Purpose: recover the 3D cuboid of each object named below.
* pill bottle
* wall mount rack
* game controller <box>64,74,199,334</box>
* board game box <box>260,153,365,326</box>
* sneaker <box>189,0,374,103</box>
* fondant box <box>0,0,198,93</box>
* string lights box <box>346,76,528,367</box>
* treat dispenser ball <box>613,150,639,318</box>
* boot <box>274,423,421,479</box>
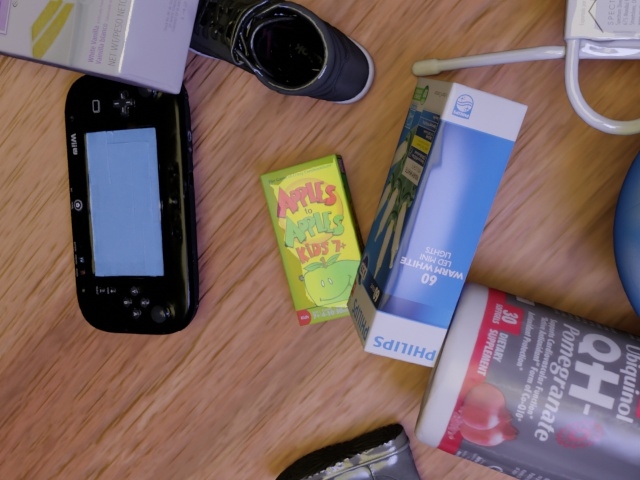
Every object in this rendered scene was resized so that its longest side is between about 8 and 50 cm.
[{"bbox_3d":[0.270,0.171,0.714,0.319,0.176,0.176,18,98,10],"label":"pill bottle"},{"bbox_3d":[0.247,-0.280,0.711,0.304,0.130,0.350,3,95,8],"label":"wall mount rack"},{"bbox_3d":[-0.229,-0.045,0.859,0.166,0.067,0.319,-1,94,12],"label":"game controller"},{"bbox_3d":[0.000,0.000,0.825,0.092,0.043,0.181,-14,92,13],"label":"board game box"},{"bbox_3d":[-0.087,-0.237,0.771,0.296,0.147,0.104,26,102,10],"label":"sneaker"},{"bbox_3d":[-0.279,-0.312,0.783,0.330,0.096,0.238,18,99,30],"label":"fondant box"},{"bbox_3d":[0.106,-0.023,0.706,0.077,0.133,0.259,15,102,-10],"label":"string lights box"},{"bbox_3d":[0.407,-0.006,0.611,0.288,0.288,0.288,1,95,12],"label":"treat dispenser ball"},{"bbox_3d":[0.064,0.340,0.834,0.190,0.076,0.208,-22,97,15],"label":"boot"}]
